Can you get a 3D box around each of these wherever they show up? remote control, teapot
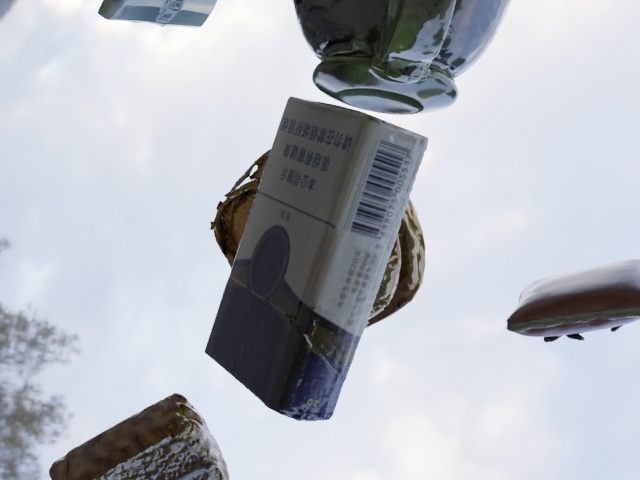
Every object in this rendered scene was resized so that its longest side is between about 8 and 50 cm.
[{"bbox_3d":[-0.158,-0.248,1.092,0.029,0.166,0.065,39,-68,15],"label":"remote control"},{"bbox_3d":[0.100,-0.245,1.005,0.322,0.240,0.239,-5,-104,56],"label":"teapot"}]

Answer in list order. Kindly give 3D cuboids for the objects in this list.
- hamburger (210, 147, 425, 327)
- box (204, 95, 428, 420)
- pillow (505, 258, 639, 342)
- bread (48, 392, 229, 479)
[{"bbox_3d":[0.000,0.000,1.508,0.319,0.158,0.318,14,-64,30],"label":"hamburger"},{"bbox_3d":[-0.010,0.011,0.941,0.168,0.071,0.259,25,-84,60],"label":"box"},{"bbox_3d":[0.326,0.078,1.320,0.179,0.171,0.075,-12,-79,20],"label":"pillow"},{"bbox_3d":[-0.231,0.314,1.396,0.222,0.181,0.096,-30,-146,1],"label":"bread"}]
